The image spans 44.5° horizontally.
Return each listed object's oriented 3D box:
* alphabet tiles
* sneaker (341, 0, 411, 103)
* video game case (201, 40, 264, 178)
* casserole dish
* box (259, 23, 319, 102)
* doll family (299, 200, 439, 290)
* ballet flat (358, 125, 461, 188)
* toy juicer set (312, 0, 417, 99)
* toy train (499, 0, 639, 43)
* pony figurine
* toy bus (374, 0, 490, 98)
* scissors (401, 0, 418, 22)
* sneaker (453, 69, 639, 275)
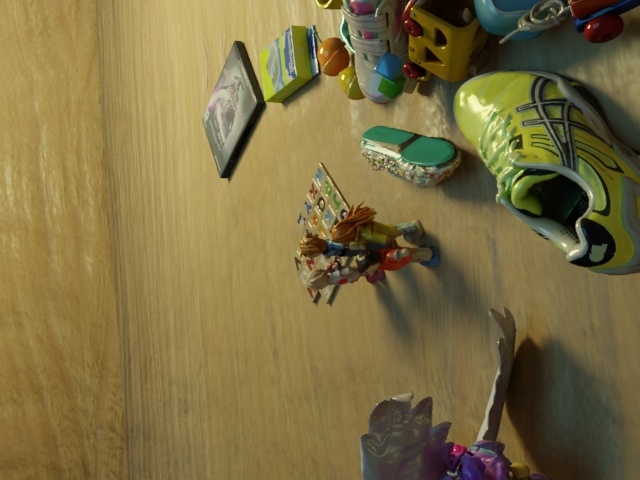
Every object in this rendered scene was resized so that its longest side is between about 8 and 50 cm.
[{"bbox_3d":[0.000,0.000,1.533,0.198,0.009,0.237,60,140,38],"label":"alphabet tiles"},{"bbox_3d":[0.079,-0.328,1.163,0.103,0.111,0.252,8,109,32],"label":"sneaker"},{"bbox_3d":[-0.215,-0.309,1.871,0.274,0.026,0.196,-56,46,48],"label":"video game case"},{"bbox_3d":[0.245,-0.344,0.971,0.037,0.114,0.188,32,-128,-80],"label":"casserole dish"},{"bbox_3d":[-0.067,-0.358,1.588,0.178,0.042,0.109,-20,75,60],"label":"box"},{"bbox_3d":[0.057,0.008,1.275,0.263,0.163,0.118,-25,71,59],"label":"doll family"},{"bbox_3d":[0.146,-0.124,1.215,0.241,0.091,0.077,37,154,59],"label":"ballet flat"},{"bbox_3d":[0.076,-0.332,1.281,0.329,0.090,0.209,30,114,53],"label":"toy juicer set"},{"bbox_3d":[0.271,-0.276,0.838,0.248,0.143,0.105,-20,74,38],"label":"toy train"},{"bbox_3d":[0.200,0.311,0.990,0.363,0.303,0.351,37,134,36],"label":"pony figurine"},{"bbox_3d":[0.183,-0.273,1.085,0.104,0.202,0.191,36,121,18],"label":"toy bus"},{"bbox_3d":[0.171,-0.388,1.011,0.021,0.109,0.297,42,156,8],"label":"scissors"},{"bbox_3d":[0.263,-0.101,0.923,0.384,0.147,0.145,52,137,47],"label":"sneaker"}]
